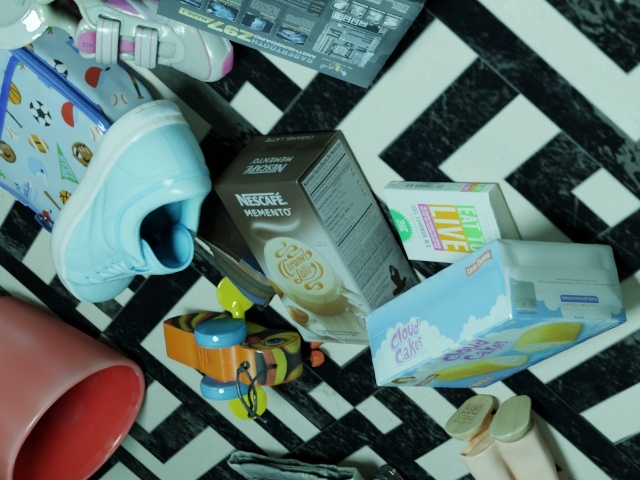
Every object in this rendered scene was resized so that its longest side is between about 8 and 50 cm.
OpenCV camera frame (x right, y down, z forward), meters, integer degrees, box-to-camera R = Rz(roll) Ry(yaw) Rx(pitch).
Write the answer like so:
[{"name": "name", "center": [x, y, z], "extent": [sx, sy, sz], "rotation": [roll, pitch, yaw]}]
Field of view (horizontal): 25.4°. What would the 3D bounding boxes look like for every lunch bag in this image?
[{"name": "lunch bag", "center": [-0.337, -0.139, 1.803], "extent": [0.243, 0.115, 0.303], "rotation": [38, 144, 5]}]

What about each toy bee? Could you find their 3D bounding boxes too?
[{"name": "toy bee", "center": [-0.085, 0.161, 1.888], "extent": [0.298, 0.162, 0.195], "rotation": [49, 142, 45]}]

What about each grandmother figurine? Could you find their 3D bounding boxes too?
[{"name": "grandmother figurine", "center": [0.275, 0.350, 1.803], "extent": [0.208, 0.104, 0.342], "rotation": [2, 129, 52]}]

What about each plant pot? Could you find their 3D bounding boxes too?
[{"name": "plant pot", "center": [-0.452, 0.230, 2.204], "extent": [0.243, 0.275, 0.275], "rotation": [36, 147, 24]}]

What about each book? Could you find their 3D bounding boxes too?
[{"name": "book", "center": [0.145, -0.021, 1.567], "extent": [0.144, 0.035, 0.096], "rotation": [3, 128, 42]}]

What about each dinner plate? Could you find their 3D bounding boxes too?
[{"name": "dinner plate", "center": [-0.370, -0.294, 1.661], "extent": [0.141, 0.017, 0.141], "rotation": [1, 93, 18]}]

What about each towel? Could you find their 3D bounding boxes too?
[{"name": "towel", "center": [0.028, 0.442, 2.123], "extent": [0.312, 0.056, 0.324], "rotation": [-3, 132, 51]}]

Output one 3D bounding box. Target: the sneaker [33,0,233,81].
[{"name": "sneaker", "center": [-0.214, -0.234, 1.582], "extent": [0.252, 0.111, 0.103], "rotation": [27, 143, 17]}]

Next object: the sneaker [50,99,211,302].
[{"name": "sneaker", "center": [-0.226, 0.000, 1.700], "extent": [0.150, 0.135, 0.366], "rotation": [61, 148, 23]}]

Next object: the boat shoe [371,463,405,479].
[{"name": "boat shoe", "center": [0.123, 0.372, 2.010], "extent": [0.049, 0.042, 0.133], "rotation": [-21, 115, 48]}]

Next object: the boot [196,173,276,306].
[{"name": "boot", "center": [-0.129, -0.002, 1.787], "extent": [0.219, 0.082, 0.106], "rotation": [42, 150, 11]}]

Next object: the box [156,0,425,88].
[{"name": "box", "center": [-0.029, -0.242, 1.360], "extent": [0.232, 0.059, 0.183], "rotation": [19, 156, -8]}]

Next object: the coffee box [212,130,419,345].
[{"name": "coffee box", "center": [0.000, 0.000, 1.659], "extent": [0.141, 0.098, 0.246], "rotation": [-1, 129, 43]}]

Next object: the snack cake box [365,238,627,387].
[{"name": "snack cake box", "center": [0.182, 0.084, 1.532], "extent": [0.264, 0.152, 0.089], "rotation": [-36, 57, 55]}]
